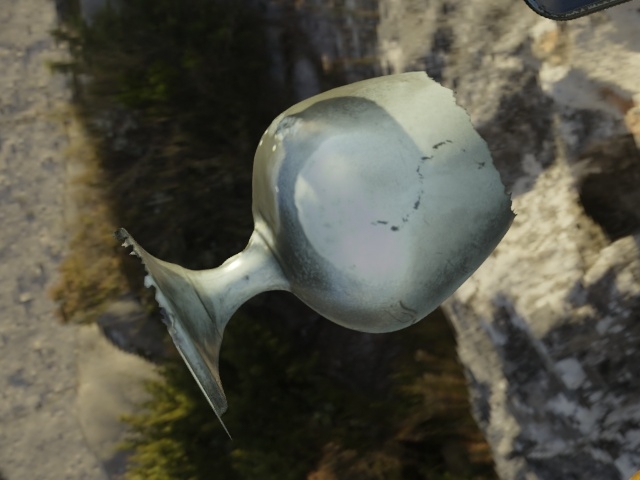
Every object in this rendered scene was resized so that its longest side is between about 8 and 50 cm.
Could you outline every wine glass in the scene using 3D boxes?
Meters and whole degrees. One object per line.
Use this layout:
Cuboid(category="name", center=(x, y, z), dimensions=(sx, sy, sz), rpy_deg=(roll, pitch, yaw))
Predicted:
Cuboid(category="wine glass", center=(0.000, 0.000, 1.196), dimensions=(0.323, 0.238, 0.238), rpy_deg=(-30, 79, -6))

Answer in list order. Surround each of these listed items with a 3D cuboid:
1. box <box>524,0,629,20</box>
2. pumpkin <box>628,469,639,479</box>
Cuboid(category="box", center=(0.150, -0.235, 0.782), dimensions=(0.144, 0.090, 0.201), rpy_deg=(-14, 126, 36))
Cuboid(category="pumpkin", center=(0.141, 0.101, 0.462), dimensions=(0.083, 0.054, 0.074), rpy_deg=(-49, 60, 24))
